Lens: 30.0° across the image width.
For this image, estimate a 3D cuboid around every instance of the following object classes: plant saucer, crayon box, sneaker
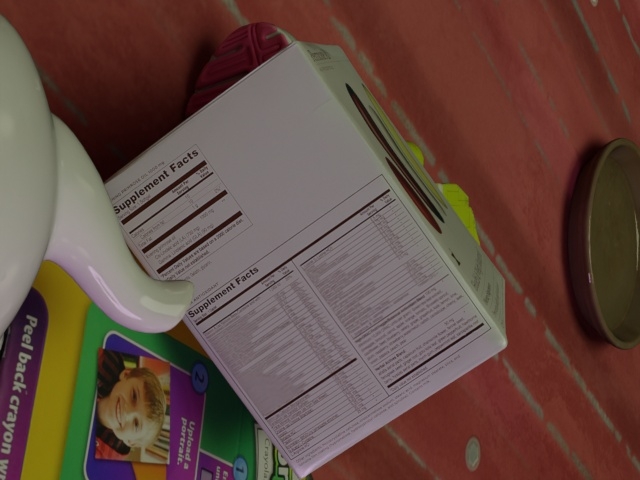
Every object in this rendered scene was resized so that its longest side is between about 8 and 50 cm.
[{"bbox_3d":[0.387,0.004,1.571,0.278,0.041,0.277,2,87,-55],"label":"plant saucer"},{"bbox_3d":[-0.132,0.201,0.689,0.313,0.106,0.362,42,48,-53],"label":"crayon box"},{"bbox_3d":[-0.029,-0.039,0.913,0.111,0.103,0.252,-22,109,-63],"label":"sneaker"}]

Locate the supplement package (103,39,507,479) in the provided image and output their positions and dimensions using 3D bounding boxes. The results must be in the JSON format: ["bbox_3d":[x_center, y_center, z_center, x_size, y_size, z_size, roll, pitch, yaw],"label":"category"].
[{"bbox_3d":[0.000,0.000,0.746,0.203,0.149,0.194,54,11,-3],"label":"supplement package"}]

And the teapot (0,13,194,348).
[{"bbox_3d":[-0.226,0.013,0.498,0.252,0.256,0.187,-46,134,-59],"label":"teapot"}]

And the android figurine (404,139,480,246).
[{"bbox_3d":[0.071,0.030,1.086,0.273,0.056,0.248,-4,92,-56],"label":"android figurine"}]

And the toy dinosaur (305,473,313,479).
[{"bbox_3d":[-0.032,0.303,0.901,0.160,0.121,0.313,-9,92,-68],"label":"toy dinosaur"}]
